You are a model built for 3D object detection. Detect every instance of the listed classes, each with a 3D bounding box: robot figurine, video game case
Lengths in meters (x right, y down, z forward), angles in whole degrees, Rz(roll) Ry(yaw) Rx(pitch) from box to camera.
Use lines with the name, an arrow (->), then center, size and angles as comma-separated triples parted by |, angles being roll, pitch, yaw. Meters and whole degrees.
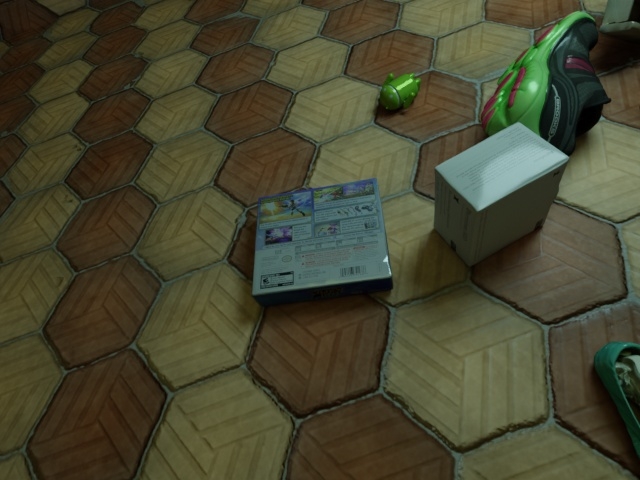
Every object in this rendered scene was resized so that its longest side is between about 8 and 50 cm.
robot figurine -> 0.202, -0.381, 1.033 | 0.115, 0.067, 0.101 | -33, 67, -8
video game case -> 0.000, 0.000, 0.832 | 0.269, 0.061, 0.244 | -8, 56, 9

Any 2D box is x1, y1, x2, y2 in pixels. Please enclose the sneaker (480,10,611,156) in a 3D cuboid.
sneaker -> 0.506, -0.322, 0.875 | 0.202, 0.185, 0.483 | 42, 61, -5

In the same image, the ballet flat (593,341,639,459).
ballet flat -> 0.453, 0.247, 0.527 | 0.083, 0.087, 0.247 | -16, 54, 3

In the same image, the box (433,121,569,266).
box -> 0.312, -0.078, 0.727 | 0.182, 0.181, 0.119 | -29, 54, -5

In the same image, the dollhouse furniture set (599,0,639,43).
dollhouse furniture set -> 0.807, -0.543, 0.758 | 0.362, 0.256, 0.394 | -8, 21, -31
